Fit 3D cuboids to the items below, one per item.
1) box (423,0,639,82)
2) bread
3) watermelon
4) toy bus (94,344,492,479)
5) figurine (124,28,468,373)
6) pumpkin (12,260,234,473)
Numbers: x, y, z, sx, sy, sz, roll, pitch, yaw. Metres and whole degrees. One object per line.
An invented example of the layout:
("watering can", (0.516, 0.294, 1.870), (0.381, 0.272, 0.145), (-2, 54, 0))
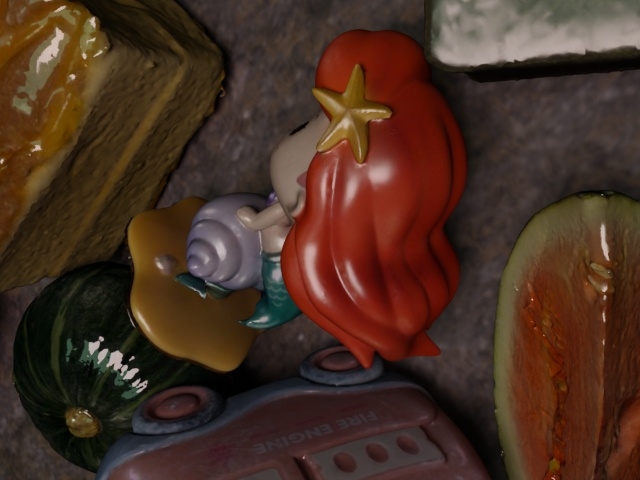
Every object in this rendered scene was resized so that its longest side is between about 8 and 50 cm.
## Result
("box", (0.204, -0.199, 0.405), (0.273, 0.143, 0.184), (1, 99, 22))
("bread", (-0.269, -0.141, 0.582), (0.279, 0.207, 0.279), (41, 111, 12))
("watermelon", (0.174, 0.095, 0.478), (0.128, 0.159, 0.304), (16, 114, 44))
("toy bus", (-0.007, 0.218, 0.480), (0.231, 0.294, 0.198), (-152, 54, -63))
("figurine", (0.003, -0.006, 0.492), (0.257, 0.180, 0.208), (-29, 57, 36))
("pumpkin", (-0.179, 0.120, 0.620), (0.211, 0.152, 0.212), (8, 126, 10))
